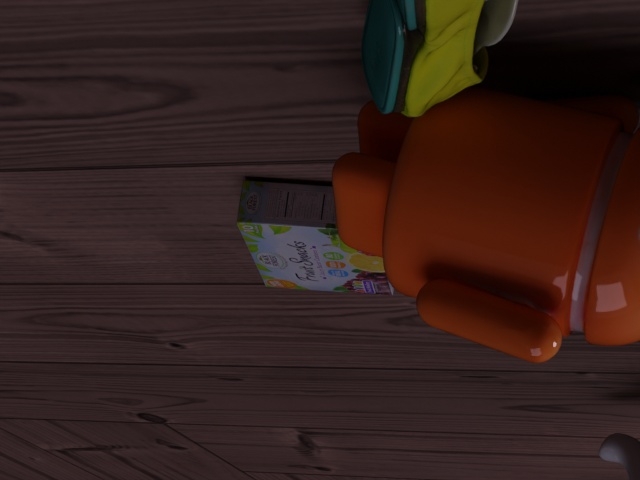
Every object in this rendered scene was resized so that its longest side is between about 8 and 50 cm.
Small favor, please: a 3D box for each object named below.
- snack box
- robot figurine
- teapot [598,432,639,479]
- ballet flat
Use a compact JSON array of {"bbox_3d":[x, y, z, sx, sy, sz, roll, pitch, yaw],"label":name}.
[{"bbox_3d":[0.000,0.000,1.178,0.100,0.037,0.141,5,161,9],"label":"snack box"},{"bbox_3d":[0.119,-0.016,0.900,0.219,0.128,0.158,15,-163,16],"label":"robot figurine"},{"bbox_3d":[0.421,0.218,1.451,0.256,0.187,0.252,29,128,-11],"label":"teapot"},{"bbox_3d":[0.061,-0.125,0.776,0.077,0.077,0.231,-14,164,-4],"label":"ballet flat"}]
